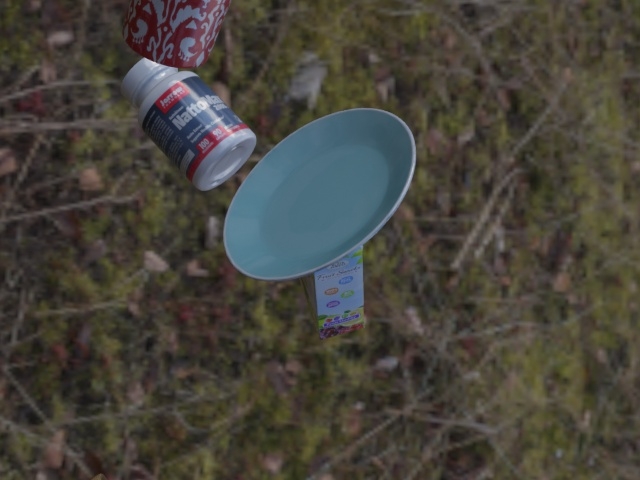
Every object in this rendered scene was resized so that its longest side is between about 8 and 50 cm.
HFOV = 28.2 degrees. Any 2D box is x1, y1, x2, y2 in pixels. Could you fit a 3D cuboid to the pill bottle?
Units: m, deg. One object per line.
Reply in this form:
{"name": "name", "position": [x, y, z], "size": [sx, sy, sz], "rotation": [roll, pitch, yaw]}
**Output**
{"name": "pill bottle", "position": [-0.183, -0.165, 1.717], "size": [0.108, 0.180, 0.108], "rotation": [-42, 168, -11]}

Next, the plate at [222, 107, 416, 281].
{"name": "plate", "position": [0.001, -0.036, 1.074], "size": [0.024, 0.188, 0.188], "rotation": [50, 51, -37]}

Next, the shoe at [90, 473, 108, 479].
{"name": "shoe", "position": [-0.297, 0.359, 1.666], "size": [0.077, 0.058, 0.219], "rotation": [58, -2, -1]}

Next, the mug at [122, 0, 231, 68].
{"name": "mug", "position": [-0.136, -0.275, 1.259], "size": [0.113, 0.150, 0.169], "rotation": [0, 129, -31]}

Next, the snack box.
{"name": "snack box", "position": [0.000, 0.000, 1.616], "size": [0.207, 0.070, 0.175], "rotation": [87, -15, -57]}
